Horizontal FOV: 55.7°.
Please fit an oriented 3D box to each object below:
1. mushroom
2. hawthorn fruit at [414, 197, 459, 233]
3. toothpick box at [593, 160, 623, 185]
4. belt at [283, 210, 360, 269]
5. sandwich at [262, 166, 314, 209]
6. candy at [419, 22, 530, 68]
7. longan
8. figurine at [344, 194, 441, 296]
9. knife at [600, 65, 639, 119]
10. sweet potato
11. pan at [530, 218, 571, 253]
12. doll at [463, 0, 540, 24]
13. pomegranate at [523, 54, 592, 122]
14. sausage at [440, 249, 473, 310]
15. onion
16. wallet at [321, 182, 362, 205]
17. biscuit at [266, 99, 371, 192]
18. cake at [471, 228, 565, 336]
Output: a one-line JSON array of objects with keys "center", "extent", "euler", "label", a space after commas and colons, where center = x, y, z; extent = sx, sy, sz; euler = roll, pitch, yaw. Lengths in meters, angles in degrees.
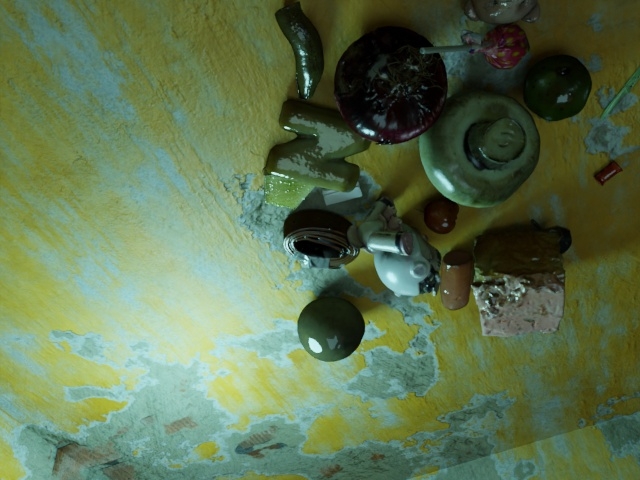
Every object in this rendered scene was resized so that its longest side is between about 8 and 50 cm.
[{"center": [0.455, -0.261, 1.723], "extent": [0.353, 0.260, 0.351], "euler": [0, 92, -11], "label": "mushroom"}, {"center": [0.396, -0.077, 2.010], "extent": [0.140, 0.125, 0.125], "euler": [-19, 131, 6], "label": "hawthorn fruit"}, {"center": [0.953, -0.222, 2.008], "extent": [0.047, 0.047, 0.083], "euler": [30, 122, -29], "label": "toothpick box"}, {"center": [0.000, 0.000, 2.034], "extent": [0.262, 0.105, 0.184], "euler": [17, 129, -22], "label": "belt"}, {"center": [-0.084, -0.163, 1.912], "extent": [0.193, 0.058, 0.162], "euler": [-5, 134, -7], "label": "sandwich"}, {"center": [0.397, -0.497, 1.565], "extent": [0.366, 0.124, 0.124], "euler": [-14, 137, -30], "label": "candy"}, {"center": [0.038, 0.327, 2.247], "extent": [0.258, 0.258, 0.257], "euler": [-4, 132, -4], "label": "longan"}, {"center": [0.257, 0.034, 2.015], "extent": [0.211, 0.253, 0.361], "euler": [-25, 134, 24], "label": "figurine"}, {"center": [0.917, -0.449, 1.824], "extent": [0.030, 0.014, 0.207], "euler": [16, 127, -18], "label": "knife"}, {"center": [-0.045, -0.500, 1.610], "extent": [0.112, 0.085, 0.285], "euler": [17, 149, 22], "label": "sweet potato"}, {"center": [0.819, 0.005, 2.189], "extent": [0.202, 0.048, 0.128], "euler": [13, 129, -18], "label": "pan"}, {"center": [0.468, -0.673, 1.476], "extent": [0.202, 0.156, 0.303], "euler": [-2, 127, 1], "label": "doll"}, {"center": [0.669, -0.417, 1.728], "extent": [0.187, 0.186, 0.225], "euler": [-17, 159, 7], "label": "pomegranate"}, {"center": [0.500, 0.157, 2.241], "extent": [0.114, 0.113, 0.259], "euler": [-8, 131, -1], "label": "sausage"}, {"center": [0.182, -0.404, 1.616], "extent": [0.314, 0.232, 0.313], "euler": [0, 89, -8], "label": "onion"}, {"center": [0.070, -0.154, 1.961], "extent": [0.122, 0.025, 0.061], "euler": [-14, 125, 5], "label": "wallet"}, {"center": [0.001, -0.273, 1.786], "extent": [0.291, 0.062, 0.236], "euler": [14, 110, -17], "label": "biscuit"}, {"center": [0.689, 0.156, 2.125], "extent": [0.315, 0.293, 0.306], "euler": [0, 134, 13], "label": "cake"}]
